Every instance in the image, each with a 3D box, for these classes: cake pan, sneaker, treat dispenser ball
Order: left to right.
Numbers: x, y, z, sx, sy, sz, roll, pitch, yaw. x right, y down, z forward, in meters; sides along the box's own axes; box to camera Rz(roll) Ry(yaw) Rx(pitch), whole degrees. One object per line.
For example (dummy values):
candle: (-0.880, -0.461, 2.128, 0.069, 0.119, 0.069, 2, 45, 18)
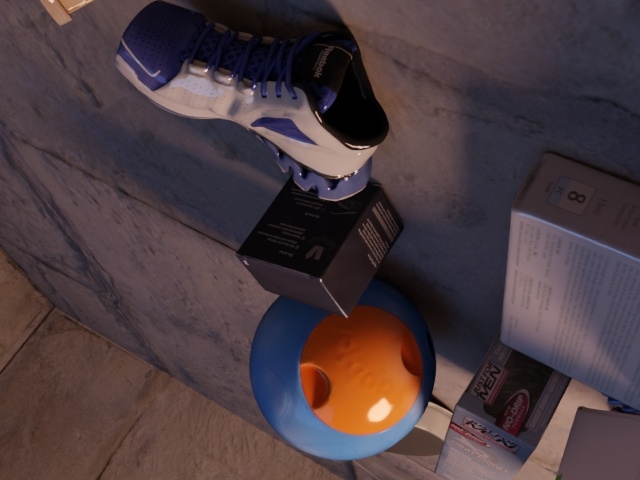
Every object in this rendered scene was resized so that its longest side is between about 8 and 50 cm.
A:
sneaker: (-0.049, -0.179, 0.879, 0.315, 0.127, 0.182, 30, 155, -9)
treat dispenser ball: (0.034, 0.191, 1.268, 0.288, 0.288, 0.288, 29, 157, 13)
cake pan: (0.143, 0.381, 1.694, 0.293, 0.054, 0.293, 11, 152, 6)

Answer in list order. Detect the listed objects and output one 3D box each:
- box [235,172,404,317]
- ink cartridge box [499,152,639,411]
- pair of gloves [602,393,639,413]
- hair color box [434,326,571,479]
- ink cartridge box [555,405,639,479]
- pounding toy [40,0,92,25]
box: (0.000, 0.000, 1.101, 0.156, 0.158, 0.093, 15, 151, 40)
ink cartridge box: (0.381, 0.092, 0.854, 0.385, 0.091, 0.308, 24, 154, 23)
pair of gloves: (0.476, 0.255, 1.141, 0.159, 0.023, 0.198, 18, 152, 35)
hair color box: (0.268, 0.245, 1.189, 0.113, 0.185, 0.374, 27, 157, 17)
ink cartridge box: (0.412, 0.355, 1.016, 0.273, 0.198, 0.114, 35, 159, -29)
pounding toy: (-0.233, -0.320, 0.798, 0.154, 0.154, 0.269, 62, 178, -30)
